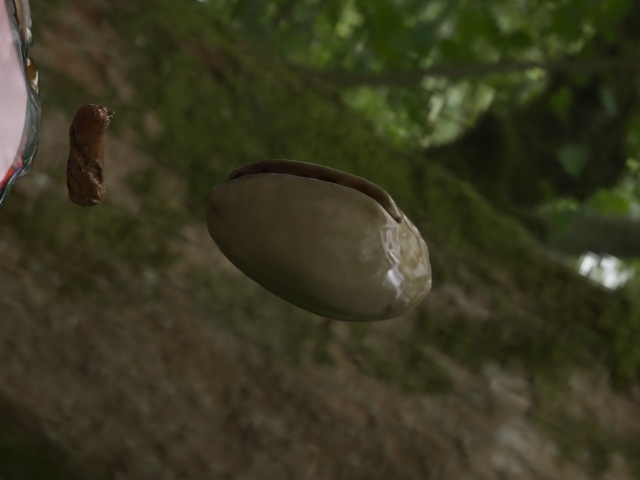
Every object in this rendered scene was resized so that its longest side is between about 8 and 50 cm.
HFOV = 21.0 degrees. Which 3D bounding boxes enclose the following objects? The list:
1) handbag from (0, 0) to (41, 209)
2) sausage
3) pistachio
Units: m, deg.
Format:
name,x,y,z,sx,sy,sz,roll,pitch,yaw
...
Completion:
name,x,y,z,sx,sy,sz,roll,pitch,yaw
handbag,-0.188,-0.071,0.566,0.179,0.116,0.205,-27,109,-59
sausage,-0.225,-0.084,1.676,0.158,0.042,0.036,110,-29,-57
pistachio,0.000,0.000,1.599,0.126,0.223,0.152,-50,164,-52
